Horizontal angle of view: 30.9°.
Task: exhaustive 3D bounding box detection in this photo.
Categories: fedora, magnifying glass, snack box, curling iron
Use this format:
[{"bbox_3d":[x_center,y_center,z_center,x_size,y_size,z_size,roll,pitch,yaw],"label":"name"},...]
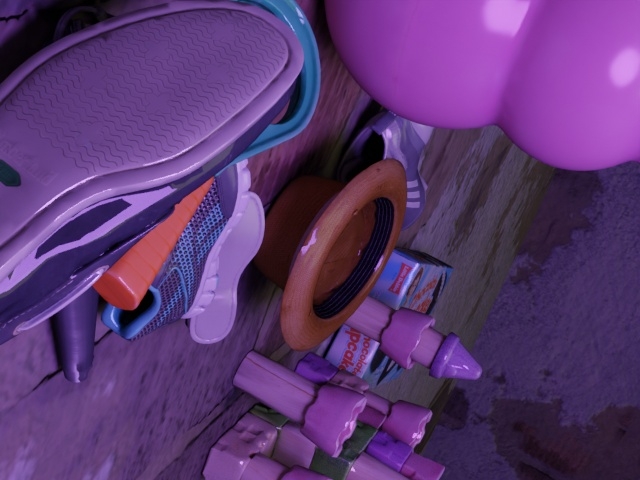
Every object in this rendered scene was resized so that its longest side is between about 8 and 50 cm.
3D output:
[{"bbox_3d":[0.000,0.000,0.976,0.194,0.079,0.194,-49,157,-29],"label":"fedora"},{"bbox_3d":[-0.057,-0.056,0.616,0.092,0.026,0.231,54,45,-29],"label":"magnifying glass"},{"bbox_3d":[0.095,0.104,1.563,0.187,0.060,0.322,-64,166,5],"label":"snack box"},{"bbox_3d":[-0.121,-0.007,0.608,0.068,0.035,0.274,-50,161,-42],"label":"curling iron"}]

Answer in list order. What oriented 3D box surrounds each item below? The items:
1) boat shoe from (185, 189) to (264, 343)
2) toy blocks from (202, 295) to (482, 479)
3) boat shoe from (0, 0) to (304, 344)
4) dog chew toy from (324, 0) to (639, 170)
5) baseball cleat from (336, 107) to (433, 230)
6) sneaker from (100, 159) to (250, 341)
[{"bbox_3d":[-0.072,0.013,0.824,0.046,0.038,0.125,-2,122,-26],"label":"boat shoe"},{"bbox_3d":[0.042,0.251,1.227,0.288,0.260,0.309,-37,152,-61],"label":"toy blocks"},{"bbox_3d":[-0.106,-0.023,0.488,0.233,0.084,0.079,-39,163,-19],"label":"boat shoe"},{"bbox_3d":[0.171,-0.142,0.790,0.206,0.332,0.206,-56,164,-24],"label":"dog chew toy"},{"bbox_3d":[0.055,-0.062,1.122,0.109,0.072,0.206,-40,153,-25],"label":"baseball cleat"},{"bbox_3d":[-0.091,-0.004,0.681,0.076,0.065,0.166,-38,150,-47],"label":"sneaker"}]
